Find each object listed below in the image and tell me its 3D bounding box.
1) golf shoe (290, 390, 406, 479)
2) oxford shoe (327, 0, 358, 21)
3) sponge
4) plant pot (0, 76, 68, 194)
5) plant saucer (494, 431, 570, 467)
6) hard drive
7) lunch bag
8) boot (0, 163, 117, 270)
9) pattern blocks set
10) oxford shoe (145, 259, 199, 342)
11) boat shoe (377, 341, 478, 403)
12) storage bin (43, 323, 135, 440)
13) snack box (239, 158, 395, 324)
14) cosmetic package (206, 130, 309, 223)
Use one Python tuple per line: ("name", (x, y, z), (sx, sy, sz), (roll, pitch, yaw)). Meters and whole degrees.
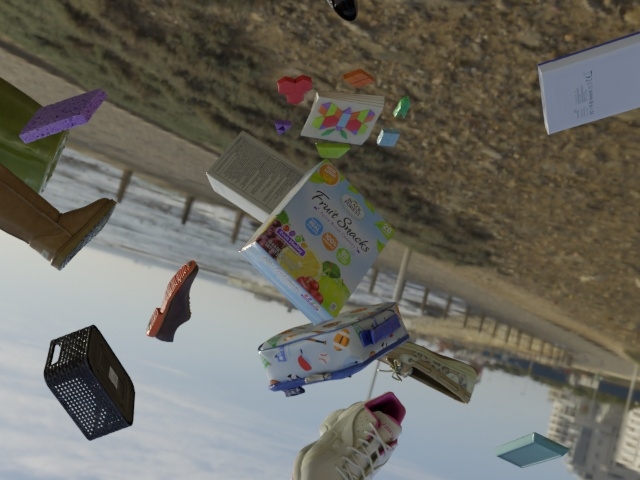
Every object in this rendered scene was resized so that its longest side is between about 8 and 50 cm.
("golf shoe", (0.049, 0.327, 1.112), (0.115, 0.140, 0.306), (50, -157, -4))
("oxford shoe", (0.033, -0.644, 1.822), (0.083, 0.096, 0.227), (-32, 134, 21))
("sponge", (-0.629, -0.306, 1.766), (0.210, 0.117, 0.031), (-11, 130, 25))
("plant pot", (-0.923, -0.295, 2.052), (0.353, 0.366, 0.366), (23, 172, -17))
("plant saucer", (0.371, 0.378, 1.289), (0.067, 0.018, 0.192), (25, 156, 3))
("hard drive", (0.636, -0.348, 1.546), (0.319, 0.040, 0.210), (-16, 146, 12))
("lunch bag", (0.035, 0.209, 1.436), (0.243, 0.114, 0.303), (-17, 179, 30))
("boot", (-0.622, -0.088, 1.604), (0.270, 0.236, 0.089), (37, 133, -5))
("pattern blocks set", (0.052, -0.296, 1.740), (0.325, 0.026, 0.285), (-4, 146, -9))
("oxford shoe", (-0.428, 0.186, 2.197), (0.098, 0.271, 0.097), (27, -170, -21))
("boat shoe", (0.247, 0.317, 1.782), (0.285, 0.089, 0.104), (18, 158, 3))
("storage bin", (-0.416, 0.260, 1.319), (0.084, 0.180, 0.122), (-21, -148, 1))
("snack box", (0.000, 0.000, 1.161), (0.174, 0.207, 0.070), (45, 146, -12))
("cosmetic package", (-0.120, -0.130, 1.858), (0.310, 0.160, 0.113), (34, 165, 15))
